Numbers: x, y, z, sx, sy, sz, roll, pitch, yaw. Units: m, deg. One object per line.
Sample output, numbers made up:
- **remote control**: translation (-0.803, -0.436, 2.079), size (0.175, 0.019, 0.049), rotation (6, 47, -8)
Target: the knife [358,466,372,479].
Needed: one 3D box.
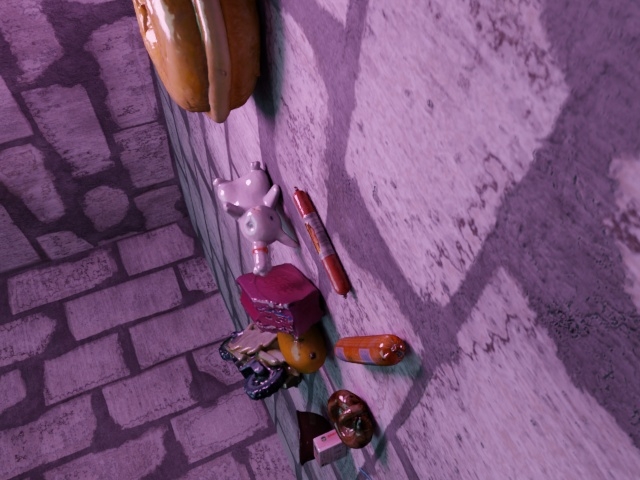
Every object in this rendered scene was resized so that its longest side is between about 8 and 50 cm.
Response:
- **knife**: translation (0.118, 0.618, 1.545), size (0.014, 0.005, 0.091), rotation (70, 164, -6)

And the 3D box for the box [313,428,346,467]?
- **box**: translation (0.028, 0.592, 1.666), size (0.125, 0.089, 0.043), rotation (90, 155, -48)

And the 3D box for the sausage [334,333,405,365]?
- **sausage**: translation (0.083, 0.201, 1.069), size (0.348, 0.053, 0.053), rotation (140, 109, -74)

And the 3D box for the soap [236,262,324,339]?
- **soap**: translation (-0.091, 0.147, 1.412), size (0.250, 0.162, 0.099), rotation (-145, 44, -61)

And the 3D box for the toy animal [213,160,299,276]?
- **toy animal**: translation (-0.149, -0.061, 1.395), size (0.138, 0.140, 0.282), rotation (75, 170, -49)

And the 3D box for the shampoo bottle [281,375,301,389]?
- **shampoo bottle**: translation (-0.157, 0.323, 1.977), size (0.350, 0.084, 0.125), rotation (71, 162, -3)

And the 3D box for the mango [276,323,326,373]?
- **mango**: translation (-0.059, 0.244, 1.498), size (0.227, 0.109, 0.147), rotation (-125, 19, -45)

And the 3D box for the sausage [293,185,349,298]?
- **sausage**: translation (0.000, 0.000, 1.146), size (0.034, 0.034, 0.253), rotation (108, 140, -66)

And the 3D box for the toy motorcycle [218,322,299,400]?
- **toy motorcycle**: translation (-0.165, 0.334, 1.753), size (0.169, 0.237, 0.410), rotation (60, 166, -22)

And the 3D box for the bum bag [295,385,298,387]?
- **bum bag**: translation (-0.112, 0.472, 2.093), size (0.058, 0.034, 0.124), rotation (-4, 105, 64)

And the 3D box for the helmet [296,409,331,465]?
- **helmet**: translation (-0.018, 0.595, 1.770), size (0.175, 0.106, 0.155), rotation (-85, -10, -79)

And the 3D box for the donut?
- **donut**: translation (-0.253, -0.450, 1.149), size (0.449, 0.198, 0.449), rotation (160, 90, -76)

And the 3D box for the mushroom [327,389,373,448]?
- **mushroom**: translation (0.071, 0.392, 1.301), size (0.135, 0.080, 0.170), rotation (52, 159, 17)
